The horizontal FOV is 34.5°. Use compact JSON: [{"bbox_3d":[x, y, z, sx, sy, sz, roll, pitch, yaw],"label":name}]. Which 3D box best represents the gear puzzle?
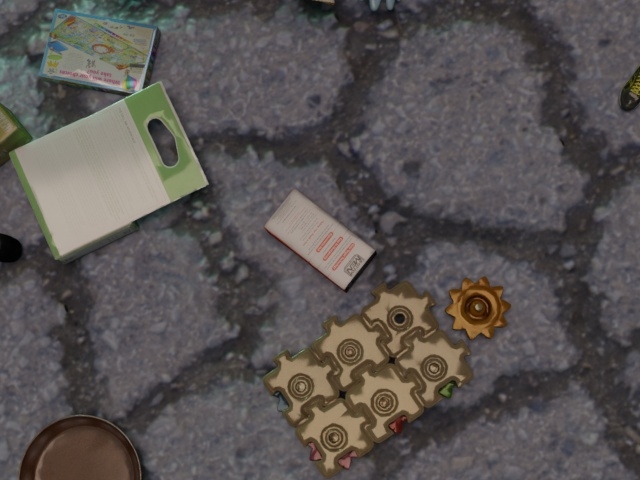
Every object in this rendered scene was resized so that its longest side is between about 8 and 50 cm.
[{"bbox_3d":[0.099,0.152,1.368,0.339,0.044,0.175,-34,78,-4],"label":"gear puzzle"}]

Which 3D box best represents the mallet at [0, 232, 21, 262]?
[{"bbox_3d":[-0.513,0.024,1.427,0.189,0.062,0.039,-11,79,4],"label":"mallet"}]

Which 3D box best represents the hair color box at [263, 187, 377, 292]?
[{"bbox_3d":[0.000,0.000,1.396,0.141,0.043,0.072,38,86,11],"label":"hair color box"}]

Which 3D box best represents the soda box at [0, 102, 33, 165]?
[{"bbox_3d":[-0.497,-0.113,1.448,0.181,0.061,0.058,-40,80,-2],"label":"soda box"}]

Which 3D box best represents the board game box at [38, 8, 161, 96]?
[{"bbox_3d":[-0.315,-0.266,1.474,0.154,0.026,0.104,11,82,7],"label":"board game box"}]

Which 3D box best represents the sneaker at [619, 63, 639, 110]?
[{"bbox_3d":[0.431,-0.216,1.396,0.031,0.035,0.083,28,84,9],"label":"sneaker"}]

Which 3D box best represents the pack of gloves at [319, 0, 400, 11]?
[{"bbox_3d":[0.022,-0.428,1.443,0.195,0.046,0.232,3,77,-24],"label":"pack of gloves"}]

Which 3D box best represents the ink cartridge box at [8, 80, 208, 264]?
[{"bbox_3d":[-0.290,-0.094,1.431,0.235,0.056,0.171,-25,80,-3],"label":"ink cartridge box"}]

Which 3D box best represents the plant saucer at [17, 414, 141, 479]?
[{"bbox_3d":[-0.319,0.318,1.381,0.168,0.029,0.169,-1,80,5],"label":"plant saucer"}]
